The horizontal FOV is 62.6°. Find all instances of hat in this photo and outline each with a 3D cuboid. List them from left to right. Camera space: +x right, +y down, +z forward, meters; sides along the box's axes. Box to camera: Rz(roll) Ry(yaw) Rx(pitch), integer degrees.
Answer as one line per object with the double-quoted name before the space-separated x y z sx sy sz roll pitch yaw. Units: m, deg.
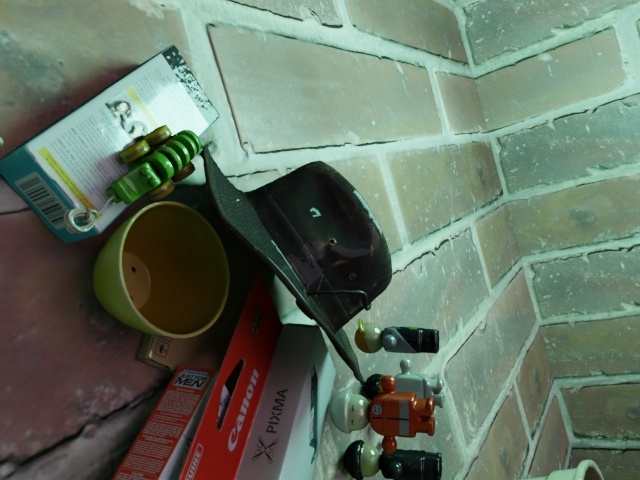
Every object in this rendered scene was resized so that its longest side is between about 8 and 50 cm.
"hat" 0.000 0.000 0.628 0.331 0.134 0.331 54 0 0

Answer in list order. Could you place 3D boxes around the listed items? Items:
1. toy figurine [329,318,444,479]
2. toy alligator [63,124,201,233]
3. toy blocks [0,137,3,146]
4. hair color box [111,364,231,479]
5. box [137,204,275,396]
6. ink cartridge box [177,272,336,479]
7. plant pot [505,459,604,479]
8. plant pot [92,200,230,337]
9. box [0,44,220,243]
"toy figurine" 0.108 0.245 0.807 0.209 0.148 0.213 -73 155 -46
"toy alligator" -0.165 -0.067 0.512 0.056 0.051 0.189 60 37 -23
"toy blocks" -0.330 -0.139 0.405 0.123 0.054 0.148 -20 95 -56
"hair color box" -0.145 0.222 0.528 0.167 0.054 0.093 -63 148 -44
"box" -0.128 0.080 0.655 0.164 0.021 0.201 41 46 -41
"ink cartridge box" -0.055 0.214 0.610 0.238 0.060 0.275 75 25 -47
"plant pot" 0.321 0.549 0.891 0.334 0.306 0.333 27 56 -49
"plant pot" -0.174 0.037 0.534 0.134 0.095 0.134 27 57 -49
"box" -0.211 -0.112 0.565 0.100 0.060 0.244 59 37 -26
